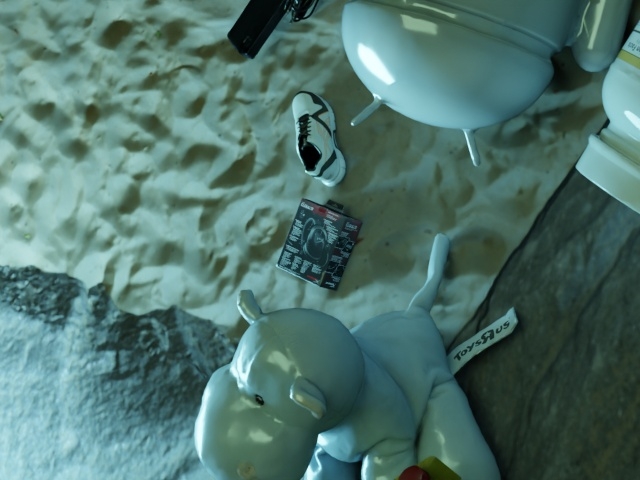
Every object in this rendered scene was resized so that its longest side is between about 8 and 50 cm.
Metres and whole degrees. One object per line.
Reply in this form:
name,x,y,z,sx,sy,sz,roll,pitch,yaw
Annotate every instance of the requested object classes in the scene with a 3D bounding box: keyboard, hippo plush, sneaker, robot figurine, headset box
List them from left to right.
keyboard,-0.023,-0.268,1.641,0.192,0.038,0.100,-54,32,16
sneaker,-0.007,-0.108,1.581,0.040,0.044,0.109,-35,61,28
headset box,0.000,0.000,1.560,0.062,0.032,0.083,23,93,36
hippo plush,0.028,0.157,1.379,0.294,0.236,0.234,-51,56,16
robot figurine,0.139,-0.253,1.404,0.300,0.200,0.353,17,93,2

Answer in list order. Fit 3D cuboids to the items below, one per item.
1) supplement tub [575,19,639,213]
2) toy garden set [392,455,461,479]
supplement tub,0.361,-0.141,1.204,0.228,0.228,0.316,38,103,35
toy garden set,0.072,0.282,1.359,0.244,0.204,0.049,-32,36,26
